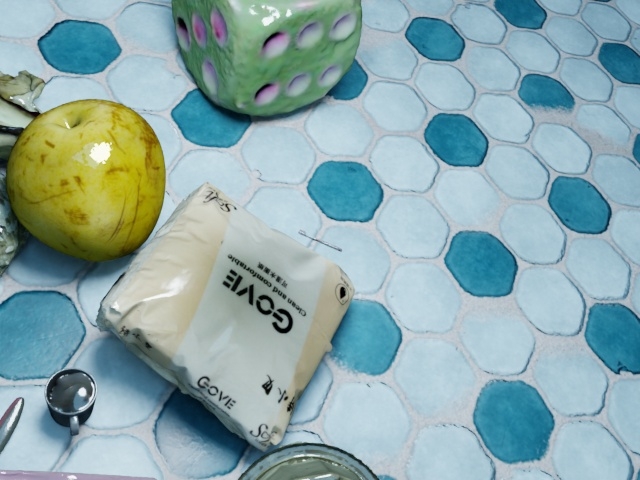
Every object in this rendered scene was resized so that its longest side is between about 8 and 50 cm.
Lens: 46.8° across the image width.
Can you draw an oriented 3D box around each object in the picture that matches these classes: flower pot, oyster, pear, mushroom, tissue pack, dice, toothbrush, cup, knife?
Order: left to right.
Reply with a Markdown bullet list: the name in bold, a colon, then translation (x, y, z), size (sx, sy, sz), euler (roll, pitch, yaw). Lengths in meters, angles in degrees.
- **oyster**: translation (-0.607, -0.050, 1.291), size (0.268, 0.112, 0.198), euler (41, 55, 8)
- **knife**: translation (-0.504, 0.351, 1.116), size (0.036, 0.018, 0.247), euler (20, 56, -8)
- **mushroom**: translation (-0.629, -0.262, 1.424), size (0.344, 0.130, 0.247), euler (34, 30, 3)
- **cup**: translation (-0.393, 0.262, 1.169), size (0.078, 0.077, 0.100), euler (-3, 58, -19)
- **pear**: translation (-0.401, -0.104, 1.289), size (0.281, 0.280, 0.280), euler (8, 56, -12)
- **tissue pack**: translation (-0.155, 0.115, 1.284), size (0.376, 0.195, 0.390), euler (34, 53, -10)
- **dice**: translation (-0.117, -0.479, 1.602), size (0.323, 0.318, 0.330), euler (-22, 66, -28)
- **flower pot**: translation (-0.003, 0.424, 1.039), size (0.291, 0.259, 0.290), euler (2, 72, -7)
- **toothbrush**: translation (0.000, 0.000, 1.511), size (0.097, 0.006, 0.008), euler (24, 50, -1)

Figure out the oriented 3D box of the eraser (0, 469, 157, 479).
- **eraser**: translation (-0.396, 0.442, 0.959), size (0.359, 0.122, 0.272), euler (16, 50, -30)
